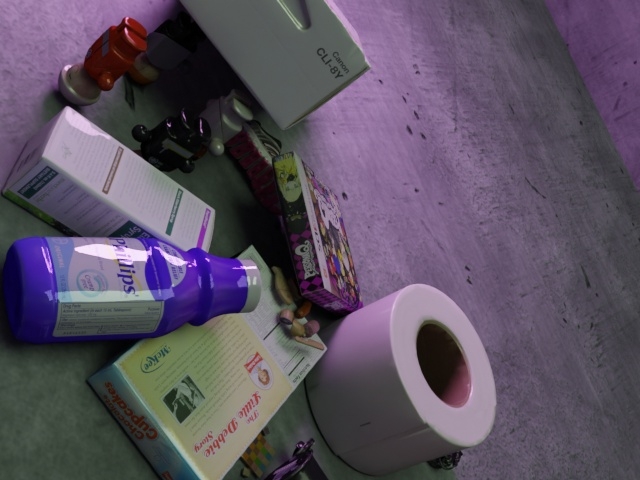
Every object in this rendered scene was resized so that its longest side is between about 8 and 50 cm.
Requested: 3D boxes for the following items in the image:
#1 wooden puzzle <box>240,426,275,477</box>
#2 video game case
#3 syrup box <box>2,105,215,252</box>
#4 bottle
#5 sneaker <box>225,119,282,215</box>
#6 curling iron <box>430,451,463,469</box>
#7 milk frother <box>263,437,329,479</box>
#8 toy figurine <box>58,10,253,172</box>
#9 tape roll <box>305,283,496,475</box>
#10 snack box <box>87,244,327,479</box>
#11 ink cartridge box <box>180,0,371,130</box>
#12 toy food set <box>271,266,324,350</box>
[{"bbox_3d":[-0.085,0.272,1.125,0.049,0.006,0.083,53,36,-11],"label":"wooden puzzle"},{"bbox_3d":[0.000,0.000,1.306,0.232,0.042,0.210,40,35,-68],"label":"video game case"},{"bbox_3d":[-0.251,-0.045,1.065,0.237,0.093,0.096,38,41,-29],"label":"syrup box"},{"bbox_3d":[-0.206,0.054,0.988,0.283,0.092,0.118,1,47,-31],"label":"bottle"},{"bbox_3d":[-0.081,-0.119,1.353,0.170,0.063,0.075,56,34,-7],"label":"sneaker"},{"bbox_3d":[0.196,0.254,1.459,0.068,0.035,0.274,31,45,-41],"label":"curling iron"},{"bbox_3d":[-0.004,0.328,1.081,0.134,0.129,0.143,55,42,-1],"label":"milk frother"},{"bbox_3d":[-0.218,-0.188,1.172,0.213,0.148,0.209,55,30,-4],"label":"toy figurine"},{"bbox_3d":[0.120,0.206,1.283,0.246,0.169,0.246,29,47,-36],"label":"tape roll"},{"bbox_3d":[-0.127,0.156,1.107,0.187,0.060,0.322,55,35,-6],"label":"snack box"},{"bbox_3d":[-0.075,-0.350,1.316,0.279,0.160,0.384,51,11,-15],"label":"ink cartridge box"},{"bbox_3d":[-0.033,0.098,1.199,0.078,0.019,0.122,25,37,-42],"label":"toy food set"}]
